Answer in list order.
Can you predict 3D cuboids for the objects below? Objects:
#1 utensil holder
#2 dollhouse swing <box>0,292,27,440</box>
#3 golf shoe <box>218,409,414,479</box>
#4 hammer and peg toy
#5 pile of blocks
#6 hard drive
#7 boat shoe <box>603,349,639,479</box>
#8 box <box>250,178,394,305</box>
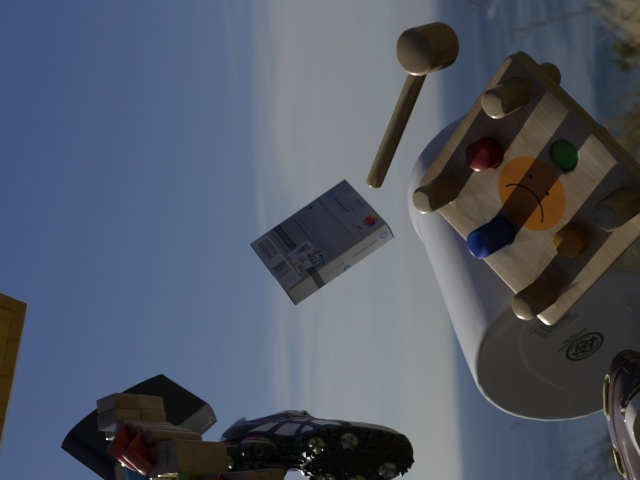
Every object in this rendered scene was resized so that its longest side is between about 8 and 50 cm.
[{"bbox_3d":[0.328,0.028,1.784,0.385,0.328,0.327,-104,4,-48],"label":"utensil holder"},{"bbox_3d":[-0.755,0.283,2.329,0.315,0.305,0.346,114,161,-48],"label":"dollhouse swing"},{"bbox_3d":[-0.010,0.265,1.590,0.120,0.273,0.105,-73,-24,-60],"label":"golf shoe"},{"bbox_3d":[0.223,-0.093,1.463,0.127,0.361,0.266,-28,-21,-41],"label":"hammer and peg toy"},{"bbox_3d":[-0.197,0.301,1.507,0.113,0.362,0.148,14,-85,-44],"label":"pile of blocks"},{"bbox_3d":[-0.332,0.343,2.211,0.255,0.172,0.054,-30,-43,-42],"label":"hard drive"},{"bbox_3d":[0.423,0.268,1.493,0.324,0.117,0.096,65,177,-38],"label":"boat shoe"},{"bbox_3d":[0.000,0.000,1.859,0.145,0.186,0.038,49,173,48],"label":"box"}]
